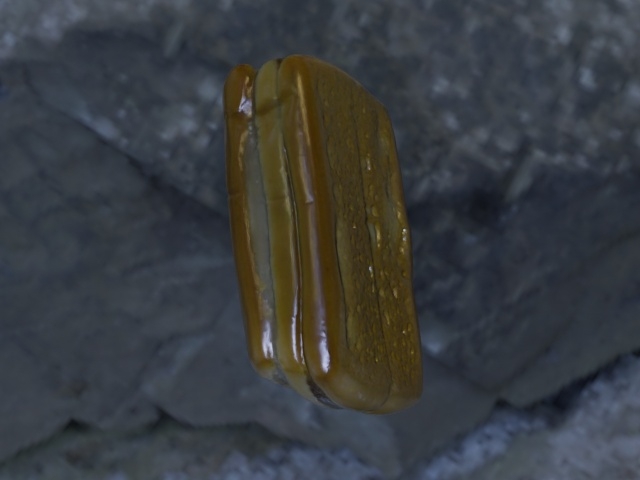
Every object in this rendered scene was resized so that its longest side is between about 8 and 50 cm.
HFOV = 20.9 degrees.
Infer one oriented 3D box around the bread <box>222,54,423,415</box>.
[{"bbox_3d":[0.000,0.000,0.966,0.116,0.077,0.200,27,53,-63],"label":"bread"}]
